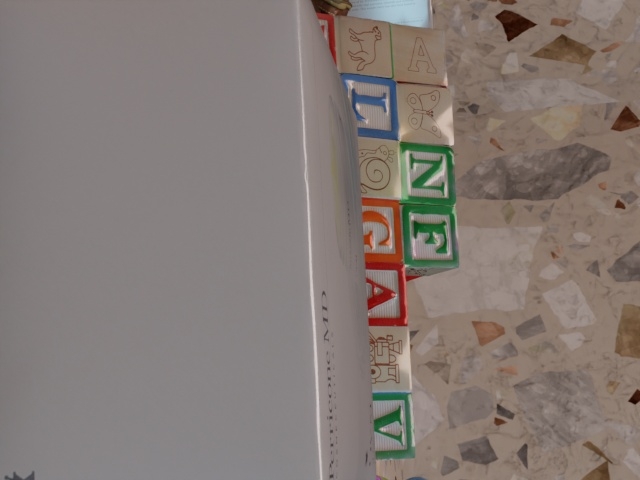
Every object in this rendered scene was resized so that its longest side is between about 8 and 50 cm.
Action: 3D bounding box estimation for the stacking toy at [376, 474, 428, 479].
[{"bbox_3d":[0.041,0.307,1.091,0.302,0.166,0.175,50,10,-48],"label":"stacking toy"}]

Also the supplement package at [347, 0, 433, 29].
[{"bbox_3d":[0.086,-0.475,1.656,0.175,0.177,0.293,-81,165,-62],"label":"supplement package"}]

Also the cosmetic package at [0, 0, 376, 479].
[{"bbox_3d":[-0.052,0.016,0.502,0.224,0.138,0.224,45,41,-76],"label":"cosmetic package"}]

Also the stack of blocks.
[{"bbox_3d":[0.000,0.000,0.697,0.087,0.171,0.297,154,-64,-63],"label":"stack of blocks"}]

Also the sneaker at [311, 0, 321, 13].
[{"bbox_3d":[0.010,-0.253,1.360,0.188,0.071,0.066,76,12,-54],"label":"sneaker"}]

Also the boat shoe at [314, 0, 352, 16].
[{"bbox_3d":[0.004,-0.323,1.442,0.060,0.064,0.178,-61,-177,11],"label":"boat shoe"}]
